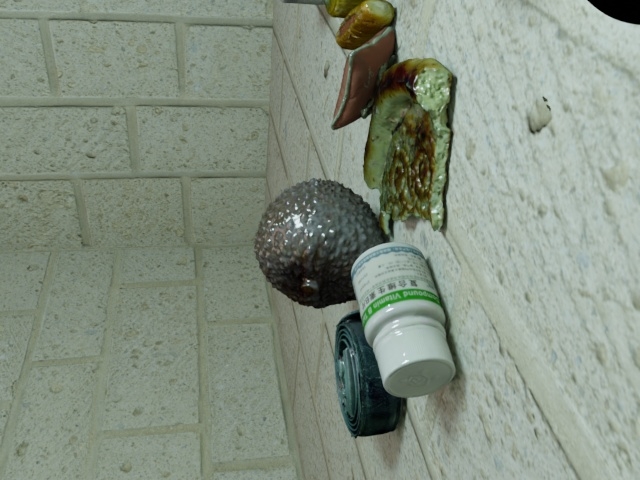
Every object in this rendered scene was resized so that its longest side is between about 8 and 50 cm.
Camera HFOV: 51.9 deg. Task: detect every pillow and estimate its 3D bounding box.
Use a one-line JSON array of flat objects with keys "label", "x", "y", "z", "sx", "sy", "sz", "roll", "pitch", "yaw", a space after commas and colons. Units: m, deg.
[{"label": "pillow", "x": 0.093, "y": -0.315, "z": 1.295, "sx": 0.171, "sy": 0.075, "sz": 0.179, "roll": -43, "pitch": -25, "yaw": -41}]

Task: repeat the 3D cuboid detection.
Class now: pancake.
[{"label": "pancake", "x": 0.140, "y": -0.162, "z": 1.202, "sx": 0.427, "sy": 0.067, "sz": 0.304, "roll": -178, "pitch": 85, "yaw": -78}]

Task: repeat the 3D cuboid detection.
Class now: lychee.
[{"label": "lychee", "x": 0.004, "y": 0.001, "z": 1.406, "sx": 0.300, "sy": 0.300, "sz": 0.299, "roll": 178, "pitch": 90, "yaw": -79}]

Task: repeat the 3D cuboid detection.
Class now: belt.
[{"label": "belt", "x": 0.097, "y": 0.271, "z": 1.364, "sx": 0.206, "sy": 0.116, "sz": 0.267, "roll": -148, "pitch": 54, "yaw": -73}]

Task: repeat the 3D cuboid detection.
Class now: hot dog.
[{"label": "hot dog", "x": 0.089, "y": -0.452, "z": 1.398, "sx": 0.286, "sy": 0.088, "sz": 0.061, "roll": -133, "pitch": 43, "yaw": -82}]

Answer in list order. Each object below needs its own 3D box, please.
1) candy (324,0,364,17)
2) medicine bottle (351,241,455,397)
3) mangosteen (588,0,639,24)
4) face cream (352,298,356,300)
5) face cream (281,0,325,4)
[{"label": "candy", "x": 0.063, "y": -0.611, "z": 1.422, "sx": 0.260, "sy": 0.118, "sz": 0.259, "roll": 178, "pitch": 90, "yaw": -84}, {"label": "medicine bottle", "x": 0.134, "y": 0.129, "z": 1.086, "sx": 0.139, "sy": 0.139, "sz": 0.236, "roll": 100, "pitch": 166, "yaw": -46}, {"label": "mangosteen", "x": 0.254, "y": -0.237, "z": 0.492, "sx": 0.151, "sy": 0.137, "sz": 0.137, "roll": -50, "pitch": -28, "yaw": -51}, {"label": "face cream", "x": 0.068, "y": 0.026, "z": 1.577, "sx": 0.075, "sy": 0.075, "sz": 0.229, "roll": 110, "pitch": 156, "yaw": -62}, {"label": "face cream", "x": -0.034, "y": -0.733, "z": 1.784, "sx": 0.177, "sy": 0.153, "sz": 0.177, "roll": 178, "pitch": 90, "yaw": -80}]
